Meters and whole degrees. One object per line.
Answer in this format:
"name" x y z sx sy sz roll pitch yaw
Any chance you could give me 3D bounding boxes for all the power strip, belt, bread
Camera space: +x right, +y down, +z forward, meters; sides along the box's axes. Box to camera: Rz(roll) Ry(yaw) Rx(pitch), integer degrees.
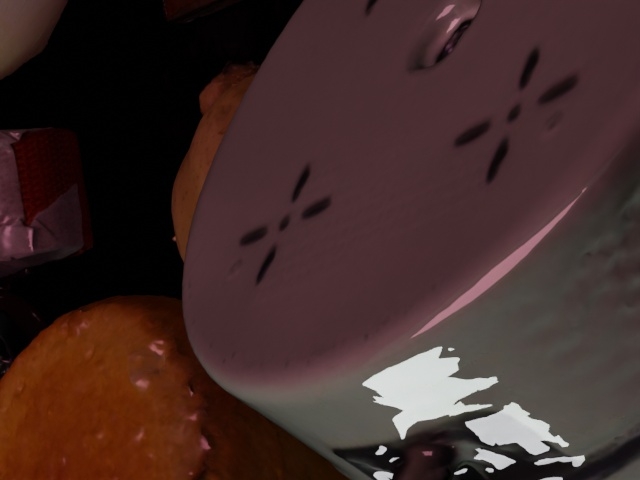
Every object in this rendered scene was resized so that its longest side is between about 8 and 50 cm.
"power strip" 0.100 -0.032 0.603 0.357 0.161 0.357 -41 27 26
"belt" -0.263 -0.020 1.209 0.201 0.128 0.124 -14 84 58
"bread" -0.108 0.173 0.976 0.312 0.172 0.312 -18 62 38

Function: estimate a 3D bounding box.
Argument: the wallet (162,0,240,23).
"wallet" -0.084 -0.291 1.039 0.137 0.031 0.255 -10 86 51

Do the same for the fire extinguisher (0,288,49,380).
"fire extinguisher" -0.311 0.081 1.166 0.337 0.114 0.135 6 143 46

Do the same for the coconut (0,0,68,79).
"coconut" -0.297 -0.295 1.106 0.297 0.297 0.309 58 136 30

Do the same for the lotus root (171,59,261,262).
"lotus root" 0.000 0.000 0.878 0.160 0.146 0.284 -43 56 22
